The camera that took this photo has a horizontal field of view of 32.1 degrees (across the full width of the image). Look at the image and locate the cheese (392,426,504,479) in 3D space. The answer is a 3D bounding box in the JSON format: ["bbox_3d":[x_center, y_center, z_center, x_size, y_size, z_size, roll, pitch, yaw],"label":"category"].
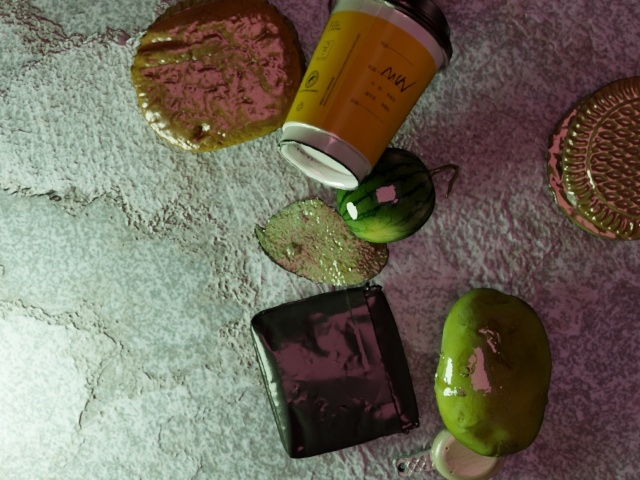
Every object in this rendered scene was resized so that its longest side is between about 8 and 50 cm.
[{"bbox_3d":[0.200,0.330,1.732,0.171,0.047,0.092,5,95,3],"label":"cheese"}]

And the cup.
[{"bbox_3d":[0.059,-0.221,1.586,0.196,0.196,0.279,27,77,1],"label":"cup"}]

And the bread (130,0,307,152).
[{"bbox_3d":[-0.148,-0.252,1.652,0.253,0.142,0.227,-8,102,2],"label":"bread"}]

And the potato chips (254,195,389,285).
[{"bbox_3d":[0.000,0.000,1.718,0.209,0.026,0.142,-4,91,8],"label":"potato chips"}]

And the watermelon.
[{"bbox_3d":[0.116,-0.074,1.653,0.187,0.141,0.140,-22,94,5],"label":"watermelon"}]

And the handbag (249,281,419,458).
[{"bbox_3d":[0.022,0.204,1.714,0.223,0.080,0.247,-15,94,4],"label":"handbag"}]

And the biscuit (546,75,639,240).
[{"bbox_3d":[0.466,-0.120,1.657,0.259,0.079,0.259,0,96,2],"label":"biscuit"}]

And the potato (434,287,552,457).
[{"bbox_3d":[0.257,0.197,1.651,0.148,0.186,0.253,-7,100,45],"label":"potato"}]
